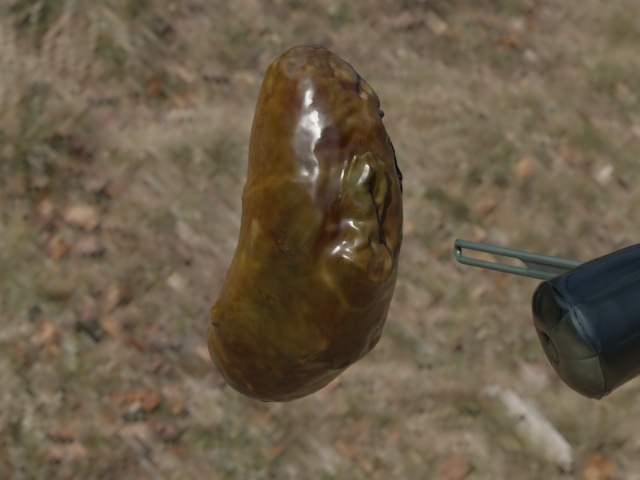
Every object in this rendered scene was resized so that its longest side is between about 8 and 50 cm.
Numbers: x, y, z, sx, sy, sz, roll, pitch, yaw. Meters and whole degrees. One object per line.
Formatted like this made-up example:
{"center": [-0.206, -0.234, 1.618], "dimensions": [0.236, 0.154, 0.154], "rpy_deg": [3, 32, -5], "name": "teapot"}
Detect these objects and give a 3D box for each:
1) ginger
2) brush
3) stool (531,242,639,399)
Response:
{"center": [0.000, 0.000, 1.645], "dimensions": [0.172, 0.321, 0.165], "rpy_deg": [28, 24, 33], "name": "ginger"}
{"center": [0.230, 0.032, 1.816], "dimensions": [0.266, 0.062, 0.027], "rpy_deg": [11, 23, 38], "name": "brush"}
{"center": [0.215, 0.056, 1.389], "dimensions": [0.096, 0.110, 0.096], "rpy_deg": [61, -10, 19], "name": "stool"}
